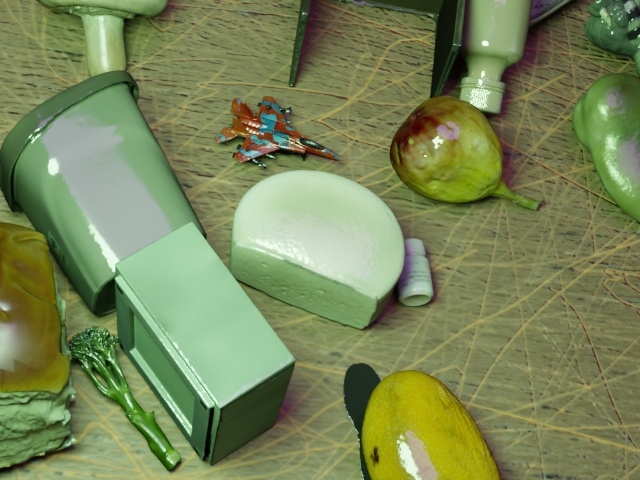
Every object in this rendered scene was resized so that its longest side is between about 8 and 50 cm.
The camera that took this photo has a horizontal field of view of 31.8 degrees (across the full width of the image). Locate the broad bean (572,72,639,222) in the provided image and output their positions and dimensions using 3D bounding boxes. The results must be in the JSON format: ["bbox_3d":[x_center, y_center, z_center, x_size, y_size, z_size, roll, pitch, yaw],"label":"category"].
[{"bbox_3d":[0.503,-0.137,1.760,0.189,0.121,0.263,-23,83,-26],"label":"broad bean"}]

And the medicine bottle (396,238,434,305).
[{"bbox_3d":[0.133,0.046,1.616,0.052,0.052,0.089,0,62,-10],"label":"medicine bottle"}]

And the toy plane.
[{"bbox_3d":[-0.058,-0.150,1.687,0.189,0.061,0.130,24,60,-1],"label":"toy plane"}]

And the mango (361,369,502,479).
[{"bbox_3d":[0.145,0.301,1.428,0.177,0.120,0.295,8,51,-37],"label":"mango"}]

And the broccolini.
[{"bbox_3d":[-0.246,0.202,1.466,0.058,0.067,0.216,-36,78,-34],"label":"broccolini"}]

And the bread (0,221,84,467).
[{"bbox_3d":[-0.435,0.125,1.375,0.250,0.225,0.279,-11,60,-17],"label":"bread"}]

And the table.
[{"bbox_3d":[0.094,-0.385,1.764,0.250,0.196,0.282,11,61,-5],"label":"table"}]

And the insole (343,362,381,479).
[{"bbox_3d":[0.068,0.253,1.519,0.064,0.004,0.188,-3,62,-11],"label":"insole"}]

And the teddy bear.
[{"bbox_3d":[0.572,-0.330,1.851,0.251,0.144,0.171,43,49,10],"label":"teddy bear"}]

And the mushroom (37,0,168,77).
[{"bbox_3d":[-0.330,-0.353,1.695,0.207,0.207,0.215,-2,96,-11],"label":"mushroom"}]

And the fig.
[{"bbox_3d":[0.232,-0.113,1.688,0.257,0.159,0.159,29,59,-16],"label":"fig"}]

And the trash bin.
[{"bbox_3d":[-0.290,-0.054,1.517,0.219,0.220,0.250,-29,77,-22],"label":"trash bin"}]

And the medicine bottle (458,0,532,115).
[{"bbox_3d":[0.270,-0.325,1.768,0.114,0.114,0.252,8,91,-6],"label":"medicine bottle"}]

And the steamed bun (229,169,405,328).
[{"bbox_3d":[0.000,0.000,1.563,0.241,0.146,0.164,22,65,2],"label":"steamed bun"}]

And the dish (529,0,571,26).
[{"bbox_3d":[0.351,-0.433,1.902,0.212,0.077,0.151,-35,71,-23],"label":"dish"}]

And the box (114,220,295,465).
[{"bbox_3d":[-0.155,0.139,1.416,0.117,0.225,0.225,-31,70,-23],"label":"box"}]
